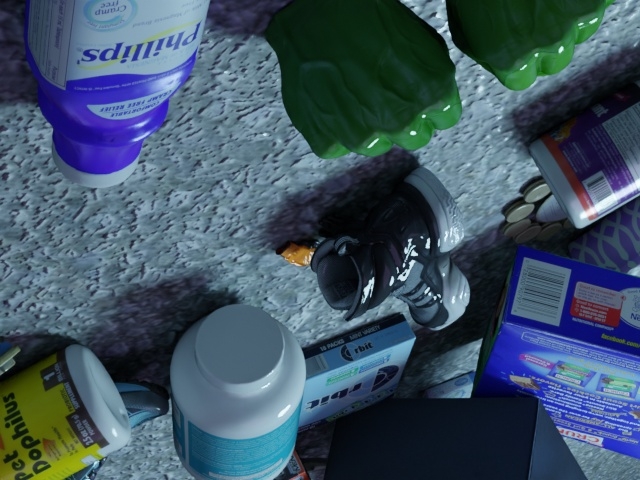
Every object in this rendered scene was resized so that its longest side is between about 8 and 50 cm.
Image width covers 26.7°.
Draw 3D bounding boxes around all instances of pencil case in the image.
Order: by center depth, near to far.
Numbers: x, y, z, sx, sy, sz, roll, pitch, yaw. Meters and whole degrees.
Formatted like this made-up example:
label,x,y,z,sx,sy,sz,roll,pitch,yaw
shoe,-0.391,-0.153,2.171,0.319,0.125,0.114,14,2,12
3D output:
label,x,y,z,sx,sy,sz,roll,pitch,yaw
pencil case,0.414,-0.008,1.721,0.206,0.086,0.088,-36,118,20

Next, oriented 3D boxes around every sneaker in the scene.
label,x,y,z,sx,sy,sz,roll,pitch,yaw
sneaker,0.071,0.037,1.441,0.153,0.101,0.269,-29,150,-12
sneaker,-0.269,0.244,1.458,0.261,0.125,0.104,-27,156,8

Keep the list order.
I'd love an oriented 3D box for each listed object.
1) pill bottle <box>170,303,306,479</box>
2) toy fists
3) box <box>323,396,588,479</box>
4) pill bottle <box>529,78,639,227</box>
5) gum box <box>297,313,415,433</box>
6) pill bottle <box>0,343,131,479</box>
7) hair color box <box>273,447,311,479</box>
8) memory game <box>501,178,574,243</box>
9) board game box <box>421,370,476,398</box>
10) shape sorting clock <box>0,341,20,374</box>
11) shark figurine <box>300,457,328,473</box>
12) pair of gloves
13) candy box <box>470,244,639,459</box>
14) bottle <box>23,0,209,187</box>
label,x,y,z,sx,sy,sz,roll,pitch,yaw
pill bottle,-0.091,0.169,1.482,0.146,0.146,0.264,-20,155,-16
toy fists,0.099,-0.160,1.053,0.279,0.142,0.096,-28,155,2
box,0.198,0.356,1.874,0.296,0.183,0.294,-3,146,26
pill bottle,0.329,-0.105,1.429,0.193,0.108,0.108,-30,155,6
gum box,0.033,0.177,1.748,0.157,0.041,0.184,-20,155,-18
pill bottle,-0.308,0.200,1.358,0.215,0.117,0.117,-28,155,0
hair color box,-0.050,0.313,1.863,0.053,0.093,0.167,-27,156,-3
memory game,0.297,-0.054,1.608,0.186,0.012,0.186,-22,154,-11
board game box,0.193,0.238,2.051,0.090,0.020,0.090,-19,154,-19
shape sorting clock,-0.359,0.163,1.236,0.206,0.040,0.206,-34,-178,1
shark figurine,-0.067,0.378,1.999,0.278,0.166,0.116,-39,-176,-10
pair of gloves,0.000,0.000,1.414,0.083,0.010,0.074,-37,153,17
candy box,0.348,0.154,1.754,0.268,0.122,0.317,15,153,5
bottle,-0.139,-0.141,0.906,0.118,0.092,0.283,-17,153,-25
